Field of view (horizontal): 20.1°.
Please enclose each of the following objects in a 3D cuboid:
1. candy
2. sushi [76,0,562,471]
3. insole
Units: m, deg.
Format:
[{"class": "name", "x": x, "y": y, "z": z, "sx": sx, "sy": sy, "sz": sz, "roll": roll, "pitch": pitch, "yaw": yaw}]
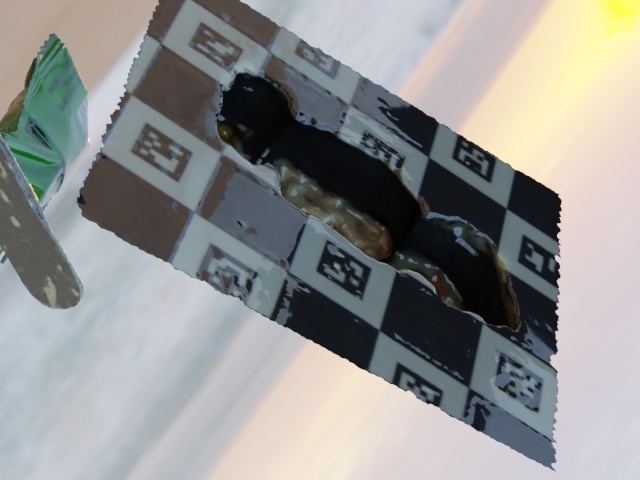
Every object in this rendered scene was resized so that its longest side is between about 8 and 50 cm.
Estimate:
[{"class": "candy", "x": -0.279, "y": -0.084, "z": 1.795, "sx": 0.141, "sy": 0.078, "sz": 0.203, "roll": -47, "pitch": 160, "yaw": -35}, {"class": "sushi", "x": 0.000, "y": 0.000, "z": 0.764, "sx": 0.050, "sy": 0.215, "sz": 0.192, "roll": -51, "pitch": -164, "yaw": 34}, {"class": "insole", "x": -0.262, "y": -0.047, "z": 1.442, "sx": 0.081, "sy": 0.248, "sz": 0.011, "roll": -13, "pitch": -155, "yaw": 40}]
